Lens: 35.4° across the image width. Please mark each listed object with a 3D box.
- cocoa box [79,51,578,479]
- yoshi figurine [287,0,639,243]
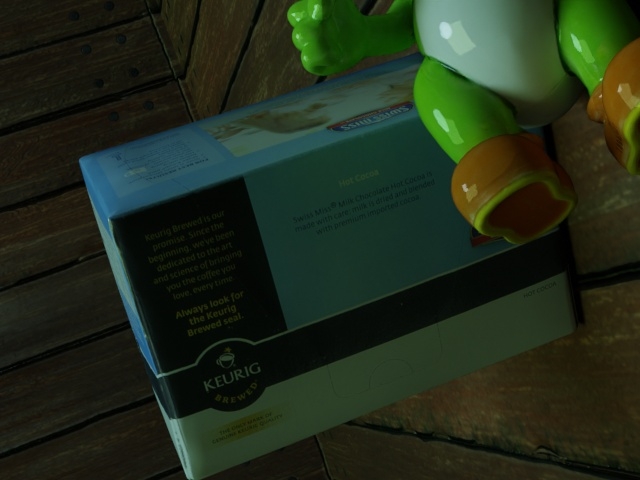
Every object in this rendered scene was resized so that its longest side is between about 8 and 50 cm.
[{"bbox_3d":[0.000,0.000,0.855,0.231,0.347,0.228,-140,33,-66],"label":"cocoa box"},{"bbox_3d":[0.083,-0.193,0.636,0.362,0.203,0.203,66,150,27],"label":"yoshi figurine"}]
